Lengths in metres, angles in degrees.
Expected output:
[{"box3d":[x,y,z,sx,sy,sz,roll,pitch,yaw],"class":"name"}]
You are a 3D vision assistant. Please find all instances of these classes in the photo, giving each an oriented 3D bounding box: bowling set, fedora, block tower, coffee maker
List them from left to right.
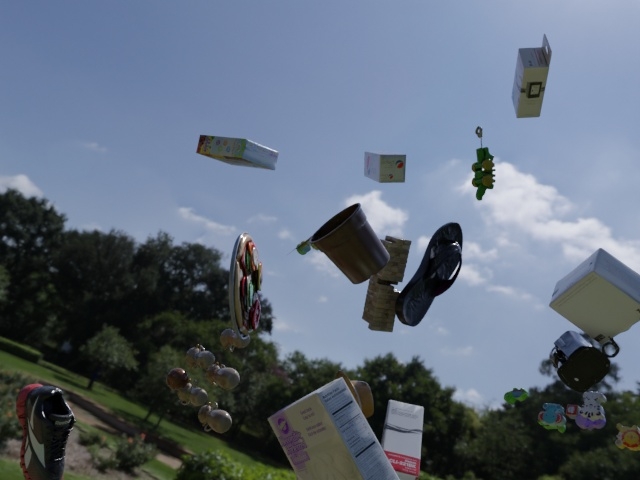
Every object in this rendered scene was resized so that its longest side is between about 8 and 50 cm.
[{"box3d":[-0.320,0.349,1.439,0.200,0.286,0.154,23,-17,-31],"class":"bowling set"},{"box3d":[0.100,0.452,1.543,0.079,0.194,0.194,-7,-12,-17],"class":"fedora"},{"box3d":[0.232,0.152,1.948,0.091,0.335,0.097,9,5,-21],"class":"block tower"},{"box3d":[0.743,0.328,1.542,0.171,0.120,0.178,-26,0,15],"class":"coffee maker"}]

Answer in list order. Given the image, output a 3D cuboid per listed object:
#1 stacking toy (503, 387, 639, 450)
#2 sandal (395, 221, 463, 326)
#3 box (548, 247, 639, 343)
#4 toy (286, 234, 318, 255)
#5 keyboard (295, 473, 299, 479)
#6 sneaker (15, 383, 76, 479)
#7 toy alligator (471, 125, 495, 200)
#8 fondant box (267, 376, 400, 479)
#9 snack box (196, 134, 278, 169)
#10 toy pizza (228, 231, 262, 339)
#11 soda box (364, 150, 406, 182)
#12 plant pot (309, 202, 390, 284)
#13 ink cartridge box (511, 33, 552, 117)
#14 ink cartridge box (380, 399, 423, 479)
[{"box3d":[0.508,0.362,1.109,0.167,0.052,0.221,39,-30,-27],"class":"stacking toy"},{"box3d":[0.426,0.123,1.956,0.107,0.445,0.167,4,-37,50],"class":"sandal"},{"box3d":[0.757,0.151,1.474,0.182,0.119,0.181,37,-44,6],"class":"box"},{"box3d":[0.000,0.000,1.790,0.237,0.137,0.056,-29,-88,52],"class":"toy"},{"box3d":[-0.065,0.633,1.610,0.014,0.255,0.072,2,-37,-22],"class":"keyboard"},{"box3d":[-0.677,0.491,1.362,0.135,0.275,0.098,-17,-11,24],"class":"sneaker"},{"box3d":[0.422,-0.195,1.391,0.052,0.189,0.056,1,-1,-19],"class":"toy alligator"},{"box3d":[0.038,0.517,1.279,0.238,0.096,0.330,-42,-108,44],"class":"fondant box"},{"box3d":[-0.273,-0.290,1.806,0.207,0.070,0.175,13,1,32],"class":"snack box"},{"box3d":[-0.131,0.083,1.014,0.032,0.201,0.201,0,-22,5],"class":"toy pizza"},{"box3d":[0.167,-0.198,1.452,0.069,0.073,0.216,-1,11,-5],"class":"soda box"},{"box3d":[0.085,0.016,1.434,0.165,0.167,0.167,52,-26,-10],"class":"plant pot"},{"box3d":[0.528,-0.413,1.373,0.060,0.104,0.180,-1,-44,9],"class":"ink cartridge box"},{"box3d":[0.231,0.645,1.624,0.114,0.272,0.196,9,-62,8],"class":"ink cartridge box"}]
